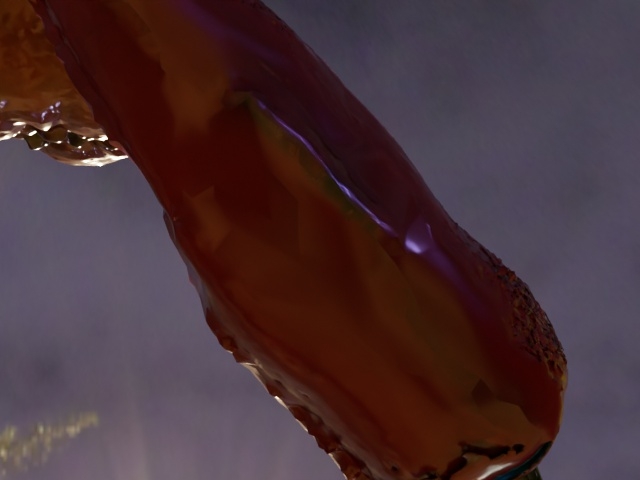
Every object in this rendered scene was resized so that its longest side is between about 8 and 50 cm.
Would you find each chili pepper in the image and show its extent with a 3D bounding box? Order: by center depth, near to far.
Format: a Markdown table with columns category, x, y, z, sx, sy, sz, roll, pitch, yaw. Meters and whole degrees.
| category | x | y | z | sx | sy | sz | roll | pitch | yaw |
| --- | --- | --- | --- | --- | --- | --- | --- | --- | --- |
| chili pepper | 0.000 | 0.000 | 0.578 | 0.110 | 0.110 | 0.387 | -36 | -74 | 9 |

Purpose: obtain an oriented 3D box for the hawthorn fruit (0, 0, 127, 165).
| category | x | y | z | sx | sy | sz | roll | pitch | yaw |
| --- | --- | --- | --- | --- | --- | --- | --- | --- | --- |
| hawthorn fruit | -0.130 | -0.164 | 0.776 | 0.207 | 0.207 | 0.243 | 1 | -92 | -10 |
